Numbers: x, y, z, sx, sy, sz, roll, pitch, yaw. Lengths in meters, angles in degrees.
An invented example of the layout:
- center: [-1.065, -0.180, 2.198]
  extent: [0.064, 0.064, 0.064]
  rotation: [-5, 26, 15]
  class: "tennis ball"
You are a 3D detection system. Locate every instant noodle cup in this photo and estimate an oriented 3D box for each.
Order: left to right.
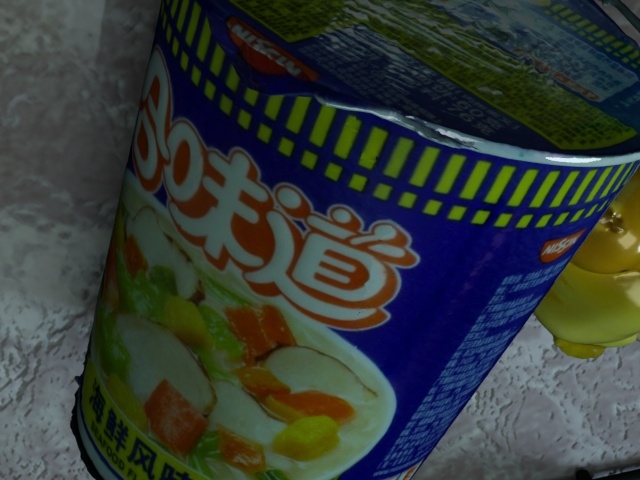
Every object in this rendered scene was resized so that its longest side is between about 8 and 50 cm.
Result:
- center: [0.000, 0.000, 0.934]
  extent: [0.284, 0.284, 0.312]
  rotation: [13, 123, -16]
  class: "instant noodle cup"

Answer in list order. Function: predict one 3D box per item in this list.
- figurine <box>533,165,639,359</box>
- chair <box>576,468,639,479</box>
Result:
- center: [0.207, 0.019, 1.045]
  extent: [0.156, 0.131, 0.246]
  rotation: [-45, 121, 3]
  class: "figurine"
- center: [0.204, 0.238, 1.149]
  extent: [0.260, 0.154, 0.141]
  rotation: [-11, 119, -6]
  class: "chair"
